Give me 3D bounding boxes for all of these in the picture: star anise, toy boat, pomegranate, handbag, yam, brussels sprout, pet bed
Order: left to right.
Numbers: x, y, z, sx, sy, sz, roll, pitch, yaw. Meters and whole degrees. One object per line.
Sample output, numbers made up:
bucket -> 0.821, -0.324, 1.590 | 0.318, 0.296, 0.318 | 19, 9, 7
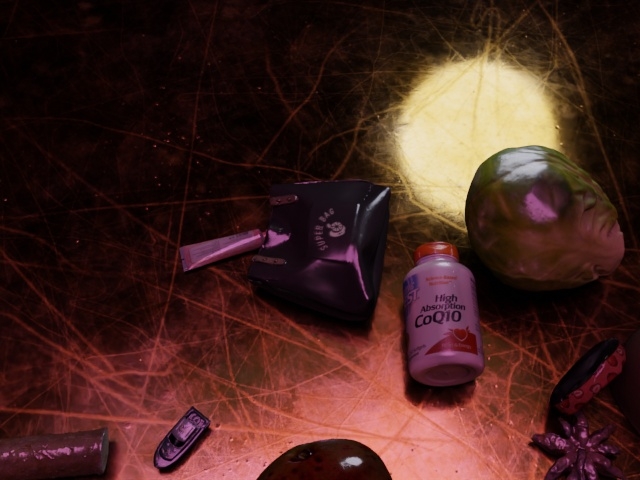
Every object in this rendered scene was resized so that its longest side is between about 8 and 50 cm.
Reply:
yam -> -0.553, 0.432, 1.866 | 0.259, 0.093, 0.093 | -5, 60, -1
toy boat -> -0.288, 0.407, 1.895 | 0.055, 0.060, 0.141 | 35, 70, 18
handbag -> 0.000, 0.000, 2.068 | 0.287, 0.152, 0.343 | 7, 60, 7
pomegranate -> 0.020, 0.523, 1.741 | 0.290, 0.323, 0.291 | -20, 35, 14
brussels sprout -> 0.481, -0.034, 2.008 | 0.354, 0.281, 0.289 | 19, 35, -8
star anise -> 0.520, 0.419, 1.865 | 0.195, 0.065, 0.183 | 13, 60, 13
pet bed -> 0.539, 0.273, 1.879 | 0.201, 0.201, 0.053 | -42, 82, -20

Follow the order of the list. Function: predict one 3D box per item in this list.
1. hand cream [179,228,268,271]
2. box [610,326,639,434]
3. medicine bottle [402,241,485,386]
hand cream -> -0.216, 0.017, 2.128 | 0.209, 0.043, 0.067 | -15, 58, -2
box -> 0.753, 0.266, 1.863 | 0.300, 0.216, 0.301 | 0, 62, 0
medicine bottle -> 0.255, 0.149, 1.971 | 0.156, 0.157, 0.289 | -2, 60, 0
